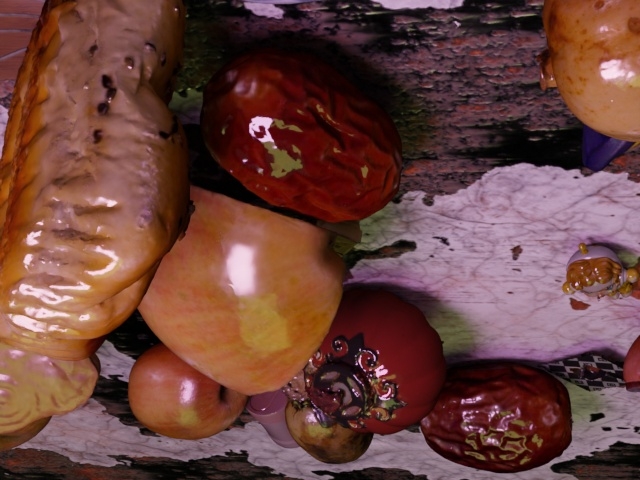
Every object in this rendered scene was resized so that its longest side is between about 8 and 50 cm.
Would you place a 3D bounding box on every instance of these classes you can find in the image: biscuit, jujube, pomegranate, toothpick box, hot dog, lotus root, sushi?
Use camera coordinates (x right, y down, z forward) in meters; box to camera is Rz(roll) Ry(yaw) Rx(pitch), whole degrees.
[{"bbox_3d":[-0.521,0.120,1.828,0.385,0.062,0.365,-7,109,0],"label":"biscuit"},{"bbox_3d":[-0.019,-0.116,1.430,0.174,0.174,0.250,-20,135,38],"label":"jujube"},{"bbox_3d":[0.299,-0.197,1.182,0.215,0.215,0.215,5,149,3],"label":"pomegranate"},{"bbox_3d":[-0.068,0.287,2.180,0.098,0.098,0.149,-3,148,17],"label":"toothpick box"},{"bbox_3d":[-0.246,-0.058,1.348,0.196,0.365,0.367,15,150,-17],"label":"hot dog"},{"bbox_3d":[0.023,0.277,2.076,0.141,0.169,0.314,1,153,17],"label":"lotus root"},{"bbox_3d":[0.430,0.199,2.002,0.120,0.026,0.126,27,152,-28],"label":"sushi"},{"bbox_3d":[0.282,0.284,2.029,0.243,0.183,0.183,-3,148,15],"label":"jujube"}]

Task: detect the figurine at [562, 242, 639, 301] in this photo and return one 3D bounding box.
[{"bbox_3d":[0.389,0.048,1.725,0.143,0.068,0.101,12,155,-32],"label":"figurine"}]

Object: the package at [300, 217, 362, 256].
[{"bbox_3d":[0.000,0.000,1.736,0.071,0.047,0.131,16,150,-19],"label":"package"}]

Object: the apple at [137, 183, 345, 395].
[{"bbox_3d":[-0.109,0.034,1.583,0.252,0.309,0.314,-24,107,-12],"label":"apple"}]

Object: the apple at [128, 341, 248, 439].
[{"bbox_3d":[-0.222,0.245,2.079,0.199,0.199,0.199,5,149,3],"label":"apple"}]

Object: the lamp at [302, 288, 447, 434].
[{"bbox_3d":[0.073,0.182,1.862,0.227,0.227,0.227,5,149,3],"label":"lamp"}]

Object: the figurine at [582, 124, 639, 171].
[{"bbox_3d":[0.484,-0.122,1.338,0.421,0.154,0.193,14,131,-3],"label":"figurine"}]

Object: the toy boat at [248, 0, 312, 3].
[{"bbox_3d":[-0.002,-0.289,1.192,0.309,0.129,0.142,-2,-178,22],"label":"toy boat"}]

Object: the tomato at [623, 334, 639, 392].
[{"bbox_3d":[0.545,0.157,1.805,0.228,0.112,0.199,3,169,-41],"label":"tomato"}]

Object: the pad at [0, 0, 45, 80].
[{"bbox_3d":[-0.348,-0.267,1.391,0.286,0.018,0.284,1,149,9],"label":"pad"}]

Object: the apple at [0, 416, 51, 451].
[{"bbox_3d":[-0.587,0.218,2.046,0.309,0.250,0.277,-2,155,-21],"label":"apple"}]
